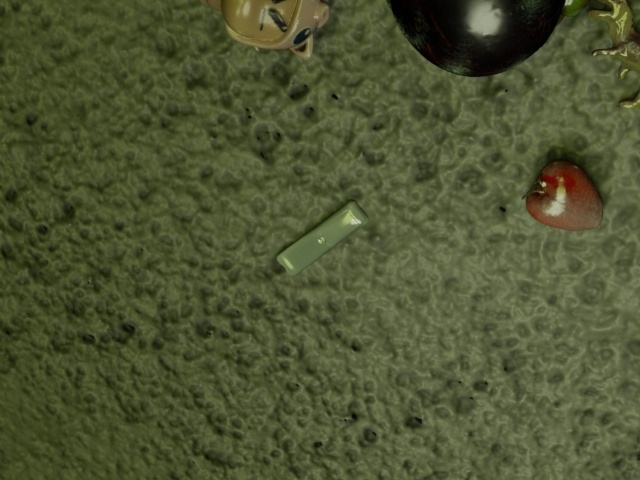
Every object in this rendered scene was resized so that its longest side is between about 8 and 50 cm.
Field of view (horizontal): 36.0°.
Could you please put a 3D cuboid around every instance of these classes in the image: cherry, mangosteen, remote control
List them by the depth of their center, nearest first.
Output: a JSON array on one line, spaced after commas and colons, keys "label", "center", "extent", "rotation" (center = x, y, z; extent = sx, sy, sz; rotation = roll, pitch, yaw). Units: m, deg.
[{"label": "mangosteen", "center": [0.228, -0.389, 1.369], "extent": [0.300, 0.300, 0.300], "rotation": [6, 111, 15]}, {"label": "cherry", "center": [0.376, -0.066, 1.537], "extent": [0.106, 0.087, 0.126], "rotation": [-37, 113, 18]}, {"label": "remote control", "center": [0.000, 0.000, 1.709], "extent": [0.184, 0.027, 0.050], "rotation": [-37, 95, 26]}]

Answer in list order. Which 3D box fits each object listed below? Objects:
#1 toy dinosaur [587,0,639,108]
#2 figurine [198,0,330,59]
[{"label": "toy dinosaur", "center": [0.510, -0.279, 1.430], "extent": [0.251, 0.072, 0.200], "rotation": [11, 102, 24]}, {"label": "figurine", "center": [-0.128, -0.386, 1.529], "extent": [0.287, 0.186, 0.176], "rotation": [31, 117, 12]}]
